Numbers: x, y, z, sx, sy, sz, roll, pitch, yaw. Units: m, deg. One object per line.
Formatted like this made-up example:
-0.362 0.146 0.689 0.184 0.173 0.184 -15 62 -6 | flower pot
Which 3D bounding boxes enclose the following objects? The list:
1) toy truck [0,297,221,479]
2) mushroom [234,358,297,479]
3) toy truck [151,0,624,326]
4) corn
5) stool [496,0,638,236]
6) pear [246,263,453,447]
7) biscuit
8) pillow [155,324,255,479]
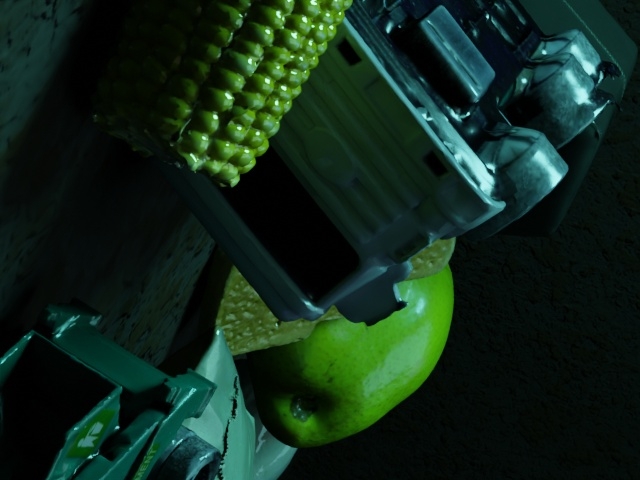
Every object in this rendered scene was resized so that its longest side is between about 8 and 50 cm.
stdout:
-0.142 0.135 0.633 0.216 0.110 0.116 -61 161 4 | toy truck
-0.107 0.226 1.342 0.270 0.103 0.118 -55 173 -13 | mushroom
0.041 -0.081 0.799 0.178 0.176 0.363 -37 -175 20 | toy truck
-0.009 -0.138 0.578 0.248 0.081 0.081 -61 174 4 | corn
0.124 -0.121 1.153 0.141 0.232 0.232 -60 174 -41 | stool
0.016 0.070 1.249 0.219 0.187 0.187 -54 171 -27 | pear
0.000 0.000 1.097 0.239 0.041 0.212 -39 140 1 | biscuit
-0.132 0.216 0.973 0.312 0.119 0.310 -60 170 -14 | pillow
